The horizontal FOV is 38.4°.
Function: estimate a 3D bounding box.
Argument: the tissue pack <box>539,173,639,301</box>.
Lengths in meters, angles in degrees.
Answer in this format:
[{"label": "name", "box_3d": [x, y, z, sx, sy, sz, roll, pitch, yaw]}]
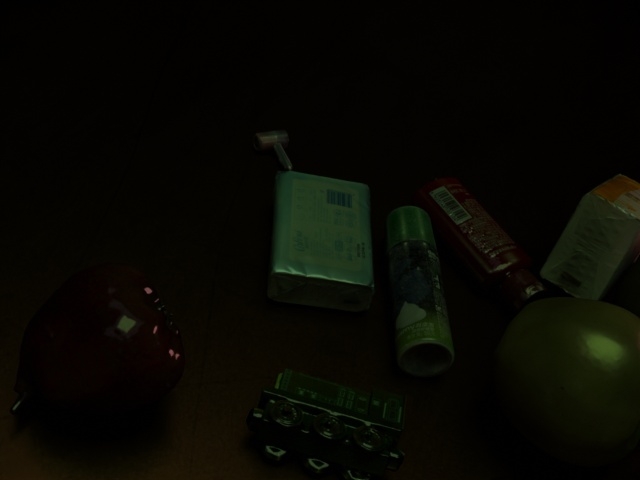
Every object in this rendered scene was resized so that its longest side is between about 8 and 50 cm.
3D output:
[{"label": "tissue pack", "box_3d": [0.512, -0.004, 1.650, 0.124, 0.185, 0.225, 35, 26, 20]}]

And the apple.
[{"label": "apple", "box_3d": [0.389, 0.208, 1.378, 0.262, 0.262, 0.262, 10, 41, -8]}]

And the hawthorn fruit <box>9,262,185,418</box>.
[{"label": "hawthorn fruit", "box_3d": [-0.312, 0.153, 1.242, 0.248, 0.208, 0.208, -28, 54, -11]}]

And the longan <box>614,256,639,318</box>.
[{"label": "longan", "box_3d": [0.635, 0.124, 1.537, 0.288, 0.288, 0.350, 27, 30, 11]}]

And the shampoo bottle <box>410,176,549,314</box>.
[{"label": "shampoo bottle", "box_3d": [0.295, 0.008, 1.689, 0.118, 0.076, 0.314, -13, 49, -32]}]

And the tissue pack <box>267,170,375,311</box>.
[{"label": "tissue pack", "box_3d": [0.000, 0.000, 1.591, 0.177, 0.089, 0.263, 9, 44, -8]}]

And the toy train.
[{"label": "toy train", "box_3d": [0.012, 0.258, 1.308, 0.225, 0.090, 0.137, 17, 33, 0]}]

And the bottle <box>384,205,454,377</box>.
[{"label": "bottle", "box_3d": [0.161, 0.077, 1.554, 0.093, 0.093, 0.330, 9, 41, -9]}]

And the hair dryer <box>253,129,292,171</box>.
[{"label": "hair dryer", "box_3d": [-0.083, -0.167, 1.793, 0.063, 0.037, 0.114, -11, 55, -26]}]
